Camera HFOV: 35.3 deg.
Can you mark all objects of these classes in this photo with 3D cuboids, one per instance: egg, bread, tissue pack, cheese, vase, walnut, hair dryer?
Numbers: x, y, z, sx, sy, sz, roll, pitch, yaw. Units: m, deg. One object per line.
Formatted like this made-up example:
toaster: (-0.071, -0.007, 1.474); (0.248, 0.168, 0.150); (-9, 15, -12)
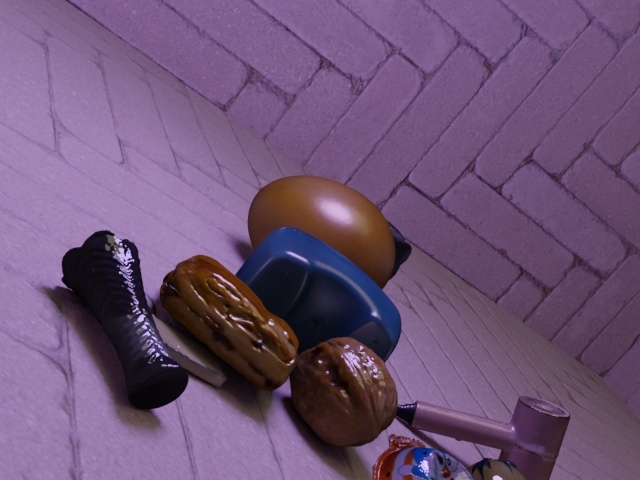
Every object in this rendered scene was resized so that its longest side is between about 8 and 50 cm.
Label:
egg: (0.000, 0.000, 2.051); (0.322, 0.250, 0.250); (32, 11, 4)
bread: (-0.198, 0.152, 1.416); (0.153, 0.028, 0.068); (34, 13, -30)
tissue pack: (-0.009, 0.114, 1.723); (0.287, 0.198, 0.206); (36, 14, -9)
cheese: (0.157, 0.407, 1.339); (0.217, 0.129, 0.329); (24, 37, -37)
bread: (-0.131, 0.114, 1.515); (0.235, 0.099, 0.210); (39, 1, -5)
vase: (-0.247, 0.105, 1.284); (0.115, 0.115, 0.237); (27, 23, -48)
walnut: (0.039, 0.237, 1.550); (0.155, 0.155, 0.184); (28, 16, -45)
hair dryer: (0.286, 0.370, 1.903); (0.344, 0.189, 0.107); (16, 9, -8)

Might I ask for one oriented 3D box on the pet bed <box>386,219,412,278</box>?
pet bed: (0.076, 0.038, 2.236); (0.183, 0.211, 0.159); (38, 11, -14)

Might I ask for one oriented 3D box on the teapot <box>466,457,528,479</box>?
teapot: (0.292, 0.427, 1.506); (0.182, 0.173, 0.269); (2, 29, -8)
